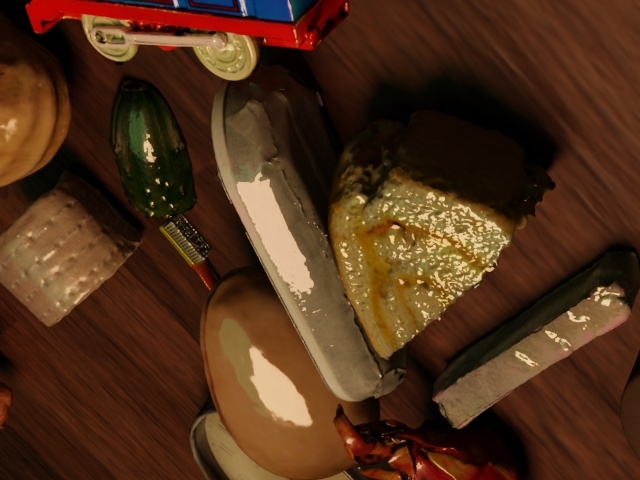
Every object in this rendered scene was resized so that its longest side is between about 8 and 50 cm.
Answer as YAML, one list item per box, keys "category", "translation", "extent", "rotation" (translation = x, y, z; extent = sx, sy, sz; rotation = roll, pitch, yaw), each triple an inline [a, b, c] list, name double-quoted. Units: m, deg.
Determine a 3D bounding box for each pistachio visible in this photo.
- category: "pistachio"
  translation: [-0.022, 0.096, 0.792]
  extent: [0.185, 0.126, 0.108]
  rotation: [64, 169, -21]

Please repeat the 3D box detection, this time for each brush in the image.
- category: "brush"
  translation: [-0.096, 0.015, 0.853]
  extent: [0.021, 0.019, 0.083]
  rotation: [-20, 112, 39]

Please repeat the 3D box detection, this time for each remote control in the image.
- category: "remote control"
  translation: [0.000, 0.000, 0.689]
  extent: [0.052, 0.104, 0.247]
  rotation: [-12, 123, 24]

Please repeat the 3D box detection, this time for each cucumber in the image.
- category: "cucumber"
  translation: [-0.134, -0.066, 0.792]
  extent: [0.067, 0.035, 0.107]
  rotation: [18, 136, 29]

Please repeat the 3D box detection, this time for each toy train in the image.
- category: "toy train"
  translation: [-0.078, -0.165, 0.603]
  extent: [0.204, 0.082, 0.131]
  rotation: [12, 135, 30]

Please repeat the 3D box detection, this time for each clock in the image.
- category: "clock"
  translation: [-0.018, 0.215, 0.966]
  extent: [0.226, 0.049, 0.226]
  rotation: [22, 140, 20]

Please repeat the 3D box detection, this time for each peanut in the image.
- category: "peanut"
  translation: [-0.323, -0.118, 0.820]
  extent: [0.325, 0.140, 0.153]
  rotation: [17, 119, 34]

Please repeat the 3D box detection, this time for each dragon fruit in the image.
- category: "dragon fruit"
  translation: [0.082, 0.159, 0.772]
  extent: [0.094, 0.094, 0.190]
  rotation: [-12, 136, 47]

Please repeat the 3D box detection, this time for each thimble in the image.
- category: "thimble"
  translation: [-0.215, 0.007, 0.882]
  extent: [0.115, 0.102, 0.090]
  rotation: [-40, 98, 23]

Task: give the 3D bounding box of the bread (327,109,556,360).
- category: "bread"
  translation: [0.050, -0.011, 0.631]
  extent: [0.110, 0.103, 0.156]
  rotation: [35, 136, -2]

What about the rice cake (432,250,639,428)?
- category: "rice cake"
  translation: [0.135, 0.069, 0.689]
  extent: [0.034, 0.043, 0.211]
  rotation: [35, 144, -5]

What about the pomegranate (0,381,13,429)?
- category: "pomegranate"
  translation: [-0.455, 0.138, 1.126]
  extent: [0.270, 0.229, 0.252]
  rotation: [23, 136, -15]

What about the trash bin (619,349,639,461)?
- category: "trash bin"
  translation: [0.261, 0.033, 0.371]
  extent: [0.220, 0.250, 0.219]
  rotation: [50, 143, -13]
